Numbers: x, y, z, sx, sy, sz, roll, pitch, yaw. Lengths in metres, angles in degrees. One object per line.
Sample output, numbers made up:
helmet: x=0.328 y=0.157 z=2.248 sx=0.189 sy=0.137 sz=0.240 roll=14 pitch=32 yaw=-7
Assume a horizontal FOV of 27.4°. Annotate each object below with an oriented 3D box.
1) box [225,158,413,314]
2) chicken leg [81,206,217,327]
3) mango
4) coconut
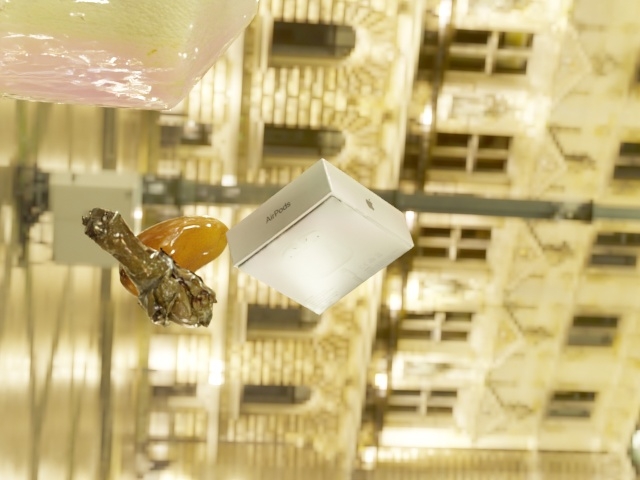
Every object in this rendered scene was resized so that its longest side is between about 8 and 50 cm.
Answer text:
box: x=0.000 y=0.000 z=1.291 sx=0.130 sy=0.129 sz=0.051 roll=-37 pitch=-135 yaw=22
chicken leg: x=-0.203 y=0.043 z=1.562 sx=0.125 sy=0.080 sz=0.196 roll=31 pitch=-13 yaw=41
mango: x=-0.193 y=0.011 z=1.714 sx=0.084 sy=0.159 sz=0.105 roll=44 pitch=-26 yaw=16
coconut: x=-0.169 y=-0.221 z=1.086 sx=0.233 sy=0.245 sz=0.233 roll=179 pitch=-90 yaw=-73
